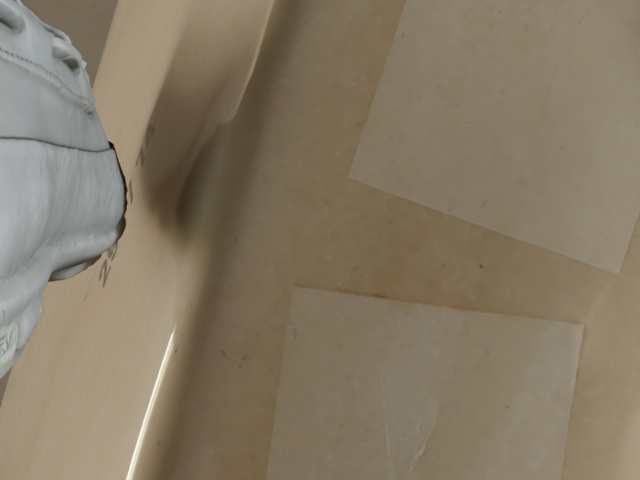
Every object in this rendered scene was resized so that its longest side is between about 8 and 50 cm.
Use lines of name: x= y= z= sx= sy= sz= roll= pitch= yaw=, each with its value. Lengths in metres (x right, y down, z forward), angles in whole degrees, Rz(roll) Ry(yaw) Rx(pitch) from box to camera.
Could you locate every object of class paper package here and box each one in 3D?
paper package: x=0.000 y=0.000 z=0.645 sx=0.168 sy=0.309 sz=0.324 roll=15 pitch=-88 yaw=-18

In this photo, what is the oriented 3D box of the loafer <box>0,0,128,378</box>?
loafer: x=-0.107 y=-0.039 z=0.458 sx=0.112 sy=0.319 sz=0.111 roll=-2 pitch=-82 yaw=-7
